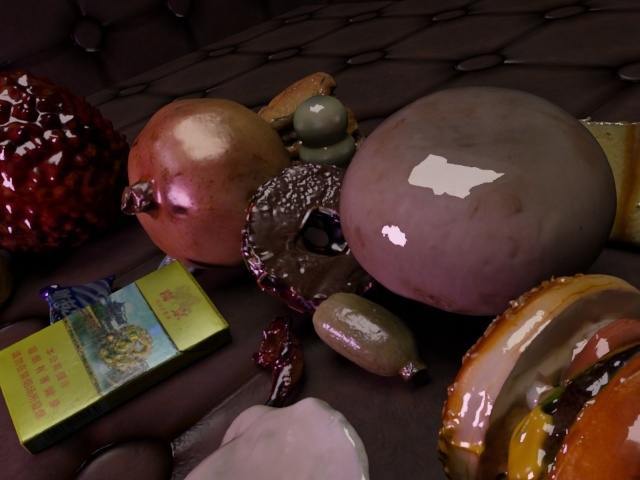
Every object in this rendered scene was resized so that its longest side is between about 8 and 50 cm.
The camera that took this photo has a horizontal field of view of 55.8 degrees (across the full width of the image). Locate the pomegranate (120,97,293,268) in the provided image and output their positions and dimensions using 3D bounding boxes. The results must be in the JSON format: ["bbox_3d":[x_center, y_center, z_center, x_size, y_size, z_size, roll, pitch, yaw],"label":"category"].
[{"bbox_3d":[-0.217,-0.103,1.129,0.338,0.338,0.338,-12,30,7],"label":"pomegranate"}]

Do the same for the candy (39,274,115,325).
[{"bbox_3d":[-0.435,0.139,1.100,0.145,0.070,0.275,-17,32,-16],"label":"candy"}]

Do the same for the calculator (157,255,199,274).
[{"bbox_3d":[-0.280,0.044,1.229,0.095,0.021,0.153,-10,30,11],"label":"calculator"}]

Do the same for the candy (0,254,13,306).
[{"bbox_3d":[-0.783,0.108,1.269,0.259,0.118,0.260,-11,29,6],"label":"candy"}]

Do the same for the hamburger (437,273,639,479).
[{"bbox_3d":[0.245,0.175,0.528,0.290,0.291,0.225,-27,29,-19],"label":"hamburger"}]

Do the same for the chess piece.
[{"bbox_3d":[0.015,-0.163,1.201,0.144,0.251,0.144,-12,31,7],"label":"chess piece"}]

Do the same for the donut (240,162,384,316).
[{"bbox_3d":[0.000,0.000,0.978,0.269,0.103,0.270,3,66,-8],"label":"donut"}]

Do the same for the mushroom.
[{"bbox_3d":[0.210,-0.041,0.844,0.362,0.295,0.362,-7,43,7],"label":"mushroom"}]

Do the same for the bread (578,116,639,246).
[{"bbox_3d":[0.538,-0.078,0.994,0.263,0.199,0.236,16,9,40],"label":"bread"}]

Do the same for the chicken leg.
[{"bbox_3d":[-0.059,0.179,0.874,0.093,0.053,0.205,-37,21,10],"label":"chicken leg"}]

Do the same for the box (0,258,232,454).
[{"bbox_3d":[-0.331,0.172,0.969,0.335,0.047,0.187,-28,49,-21],"label":"box"}]

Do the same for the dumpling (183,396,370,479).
[{"bbox_3d":[-0.041,0.259,0.553,0.187,0.243,0.318,0,30,-37],"label":"dumpling"}]

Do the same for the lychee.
[{"bbox_3d":[-0.675,-0.180,1.383,0.499,0.425,0.425,17,39,13],"label":"lychee"}]

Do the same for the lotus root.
[{"bbox_3d":[0.072,0.133,0.833,0.183,0.077,0.090,31,56,32],"label":"lotus root"}]

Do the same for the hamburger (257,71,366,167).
[{"bbox_3d":[-0.023,-0.254,1.415,0.245,0.211,0.260,-39,31,-22],"label":"hamburger"}]
